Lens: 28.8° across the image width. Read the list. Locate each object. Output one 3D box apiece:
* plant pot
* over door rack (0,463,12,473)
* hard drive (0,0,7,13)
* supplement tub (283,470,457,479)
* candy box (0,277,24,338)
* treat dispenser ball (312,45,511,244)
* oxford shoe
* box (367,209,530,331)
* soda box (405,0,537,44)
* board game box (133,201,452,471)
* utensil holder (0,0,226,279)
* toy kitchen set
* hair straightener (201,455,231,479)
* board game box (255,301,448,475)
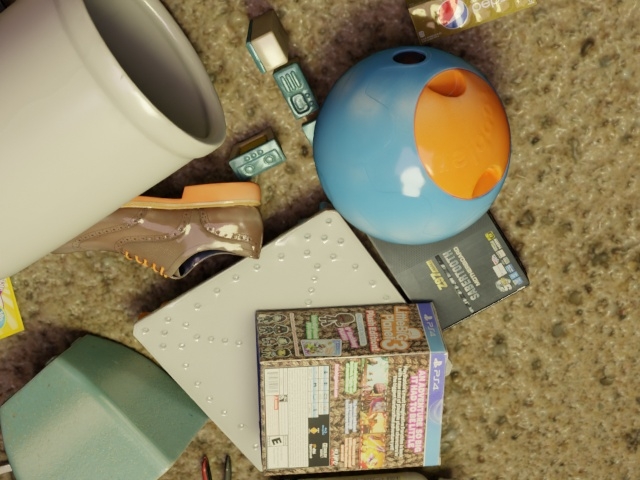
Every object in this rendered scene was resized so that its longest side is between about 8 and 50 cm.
[{"bbox_3d":[-0.375,0.304,2.046,0.247,0.248,0.252,-41,91,16],"label":"plant pot"},{"bbox_3d":[-0.643,0.417,2.160,0.324,0.108,0.239,-2,114,0],"label":"over door rack"},{"bbox_3d":[-0.596,-0.331,1.836,0.255,0.054,0.172,-27,113,11],"label":"hard drive"},{"bbox_3d":[0.082,0.521,2.150,0.325,0.235,0.235,-4,115,1],"label":"supplement tub"},{"bbox_3d":[-0.550,0.078,2.005,0.105,0.027,0.206,-23,129,-22],"label":"candy box"},{"bbox_3d":[0.132,-0.138,1.811,0.288,0.288,0.288,0,115,-1],"label":"treat dispenser ball"},{"bbox_3d":[-0.267,-0.003,1.926,0.364,0.130,0.132,-8,85,10],"label":"oxford shoe"},{"bbox_3d":[0.204,0.017,2.011,0.183,0.059,0.232,-28,113,13],"label":"box"},{"bbox_3d":[0.221,-0.352,1.838,0.181,0.058,0.061,-19,114,7],"label":"soda box"},{"bbox_3d":[-0.042,0.168,2.060,0.390,0.050,0.390,-31,120,12],"label":"board game box"},{"bbox_3d":[-0.381,-0.168,1.754,0.385,0.327,0.327,-33,112,17],"label":"utensil holder"},{"bbox_3d":[-0.096,-0.205,1.866,0.166,0.122,0.207,-25,113,10],"label":"toy kitchen set"},{"bbox_3d":[-0.157,0.482,2.231,0.089,0.047,0.230,-4,115,1],"label":"hair straightener"},{"bbox_3d":[0.045,0.237,1.998,0.291,0.141,0.232,-2,122,-5],"label":"board game box"}]
